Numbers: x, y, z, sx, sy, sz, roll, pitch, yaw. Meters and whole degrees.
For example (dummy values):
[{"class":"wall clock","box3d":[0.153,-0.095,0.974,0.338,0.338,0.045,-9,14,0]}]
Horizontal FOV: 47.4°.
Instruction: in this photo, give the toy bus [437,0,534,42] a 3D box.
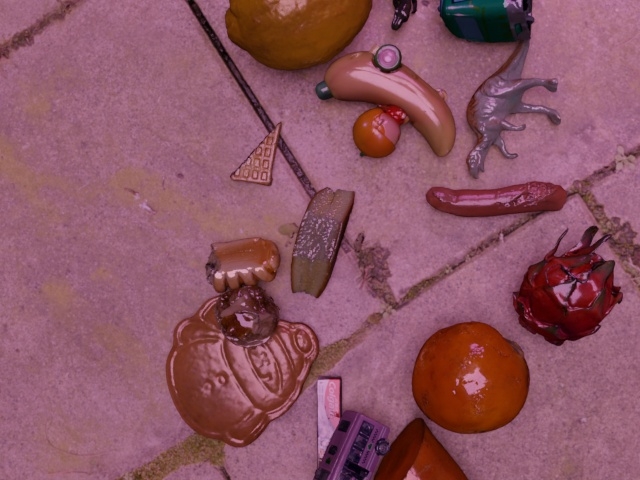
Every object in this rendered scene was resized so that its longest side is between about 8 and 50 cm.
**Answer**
[{"class":"toy bus","box3d":[0.358,-0.601,1.549,0.199,0.183,0.344,2,83,23]}]

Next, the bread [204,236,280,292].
[{"class":"bread","box3d":[-0.174,0.056,1.613,0.177,0.084,0.119,-9,46,3]}]

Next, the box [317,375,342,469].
[{"class":"box","box3d":[0.020,0.412,1.616,0.055,0.039,0.218,1,88,6]}]

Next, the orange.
[{"class":"orange","box3d":[0.309,0.284,1.503,0.239,0.240,0.240,0,88,5]}]

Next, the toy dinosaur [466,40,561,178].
[{"class":"toy dinosaur","box3d":[0.425,-0.329,1.593,0.205,0.092,0.393,3,90,9]}]

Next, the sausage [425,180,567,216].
[{"class":"sausage","box3d":[0.383,-0.089,1.590,0.304,0.078,0.078,-3,88,6]}]

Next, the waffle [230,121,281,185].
[{"class":"waffle","box3d":[-0.146,-0.204,1.661,0.097,0.023,0.153,11,90,4]}]

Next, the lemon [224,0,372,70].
[{"class":"lemon","box3d":[-0.040,-0.502,1.546,0.315,0.285,0.286,6,88,-1]}]

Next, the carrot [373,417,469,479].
[{"class":"carrot","box3d":[0.235,0.567,1.512,0.214,0.193,0.331,-37,88,-29]}]

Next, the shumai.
[{"class":"shumai","box3d":[-0.157,0.162,1.548,0.145,0.116,0.146,0,80,0]}]

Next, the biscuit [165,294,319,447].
[{"class":"biscuit","box3d":[-0.183,0.275,1.631,0.351,0.057,0.312,-40,86,2]}]

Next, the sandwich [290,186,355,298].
[{"class":"sandwich","box3d":[0.000,0.000,1.610,0.094,0.096,0.258,15,87,10]}]

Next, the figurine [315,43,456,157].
[{"class":"figurine","box3d":[0.148,-0.284,1.593,0.324,0.124,0.222,39,91,1]}]

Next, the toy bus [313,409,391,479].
[{"class":"toy bus","box3d":[0.063,0.469,1.550,0.108,0.096,0.199,34,71,-19]}]

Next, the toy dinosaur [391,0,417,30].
[{"class":"toy dinosaur","box3d":[0.180,-0.561,1.571,0.087,0.179,0.187,-11,90,5]}]

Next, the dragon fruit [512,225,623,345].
[{"class":"dragon fruit","box3d":[0.517,0.103,1.505,0.192,0.193,0.274,37,119,0]}]
